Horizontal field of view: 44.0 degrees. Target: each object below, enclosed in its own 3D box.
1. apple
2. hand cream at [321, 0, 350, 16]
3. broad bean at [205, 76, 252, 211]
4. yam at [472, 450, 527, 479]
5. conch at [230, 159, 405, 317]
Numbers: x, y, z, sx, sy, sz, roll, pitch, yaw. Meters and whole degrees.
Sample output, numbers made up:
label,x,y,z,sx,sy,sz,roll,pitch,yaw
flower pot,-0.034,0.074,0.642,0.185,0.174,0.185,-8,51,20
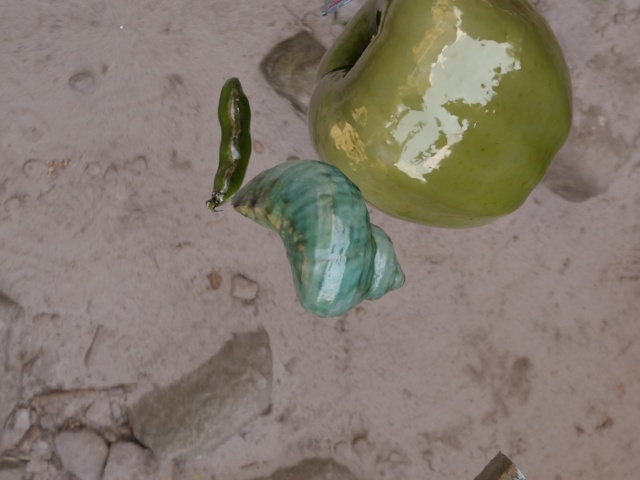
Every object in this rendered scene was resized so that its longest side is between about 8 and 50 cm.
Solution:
label,x,y,z,sx,sy,sz,roll,pitch,yaw
apple,0.214,-0.244,1.404,0.474,0.473,0.473,-4,106,-13
hand cream,0.117,-0.453,1.298,0.275,0.079,0.050,-26,94,27
broad bean,-0.138,-0.154,1.248,0.065,0.046,0.254,16,61,-24
yam,0.276,0.513,1.466,0.259,0.093,0.093,-40,111,-13
conch,0.000,-0.004,0.847,0.122,0.176,0.188,-34,93,-11
